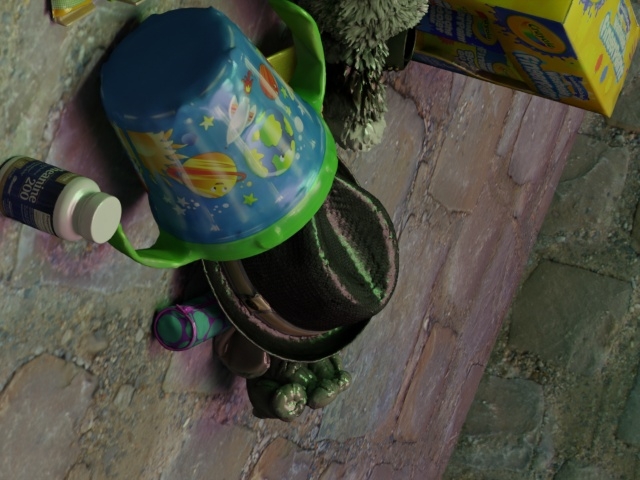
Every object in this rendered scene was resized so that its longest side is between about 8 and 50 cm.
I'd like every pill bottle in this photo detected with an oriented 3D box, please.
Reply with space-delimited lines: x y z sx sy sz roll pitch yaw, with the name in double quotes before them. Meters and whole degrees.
"pill bottle" -0.264 -0.038 1.256 0.067 0.120 0.067 -49 149 -43

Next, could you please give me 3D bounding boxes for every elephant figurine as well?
"elephant figurine" -0.067 0.134 1.823 0.186 0.239 0.169 -28 -175 -1

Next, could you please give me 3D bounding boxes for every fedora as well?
"fedora" 0.000 0.000 1.662 0.334 0.152 0.334 4 84 -40

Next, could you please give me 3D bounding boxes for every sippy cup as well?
"sippy cup" -0.126 -0.131 1.392 0.224 0.240 0.305 57 31 -50

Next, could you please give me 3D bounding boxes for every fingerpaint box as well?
"fingerpaint box" 0.249 -0.354 1.840 0.163 0.371 0.445 -69 158 -3

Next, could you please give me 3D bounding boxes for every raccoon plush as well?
"raccoon plush" 0.068 -0.279 1.458 0.299 0.216 0.446 -85 163 -65

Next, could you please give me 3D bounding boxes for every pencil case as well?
"pencil case" -0.158 0.100 1.679 0.151 0.064 0.070 -26 147 -60

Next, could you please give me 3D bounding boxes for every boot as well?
"boot" 0.063 -0.240 1.810 0.077 0.137 0.198 -32 137 -56

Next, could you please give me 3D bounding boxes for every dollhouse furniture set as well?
"dollhouse furniture set" -0.210 -0.272 1.269 0.152 0.058 0.076 -46 146 -45

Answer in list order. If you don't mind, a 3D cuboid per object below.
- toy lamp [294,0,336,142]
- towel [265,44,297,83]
"toy lamp" -0.011 -0.219 1.745 0.080 0.080 0.275 -43 142 -48
"towel" -0.041 -0.206 1.645 0.237 0.021 0.102 -30 134 -29
